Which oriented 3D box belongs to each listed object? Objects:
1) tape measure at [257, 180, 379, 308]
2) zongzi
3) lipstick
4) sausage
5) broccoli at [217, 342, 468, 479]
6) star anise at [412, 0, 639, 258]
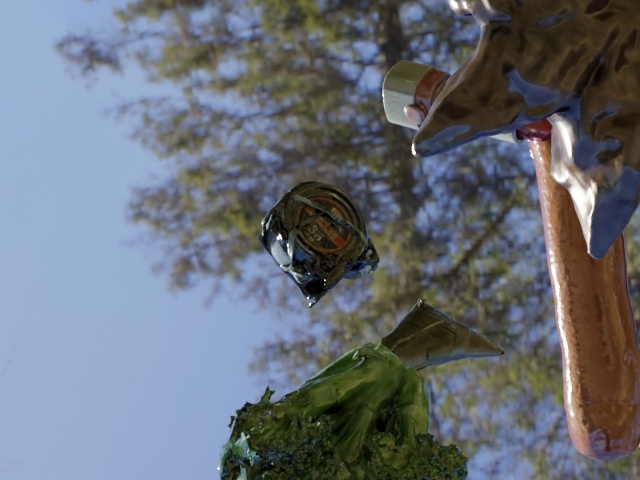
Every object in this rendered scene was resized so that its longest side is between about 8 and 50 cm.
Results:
[{"bbox_3d":[0.000,-0.002,1.150,0.091,0.054,0.094,-28,-98,-35],"label":"tape measure"},{"bbox_3d":[0.134,0.149,1.673,0.130,0.062,0.154,29,-132,22],"label":"zongzi"},{"bbox_3d":[0.152,-0.126,1.342,0.186,0.063,0.057,18,-130,31],"label":"lipstick"},{"bbox_3d":[0.286,0.025,1.473,0.094,0.419,0.094,-9,177,39],"label":"sausage"},{"bbox_3d":[0.027,0.233,1.418,0.294,0.265,0.245,29,-102,41],"label":"broccoli"},{"bbox_3d":[0.184,-0.142,0.833,0.315,0.315,0.108,-22,-174,-11],"label":"star anise"}]
